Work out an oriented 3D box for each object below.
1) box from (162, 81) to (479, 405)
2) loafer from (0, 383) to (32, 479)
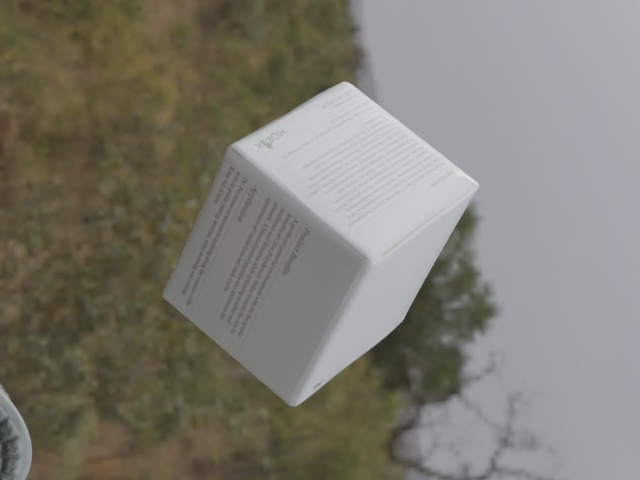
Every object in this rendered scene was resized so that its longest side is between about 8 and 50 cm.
[{"bbox_3d":[0.000,0.000,0.822,0.102,0.087,0.101,-33,157,-47],"label":"box"},{"bbox_3d":[-0.235,0.031,0.833,0.251,0.094,0.087,52,-5,-3],"label":"loafer"}]
